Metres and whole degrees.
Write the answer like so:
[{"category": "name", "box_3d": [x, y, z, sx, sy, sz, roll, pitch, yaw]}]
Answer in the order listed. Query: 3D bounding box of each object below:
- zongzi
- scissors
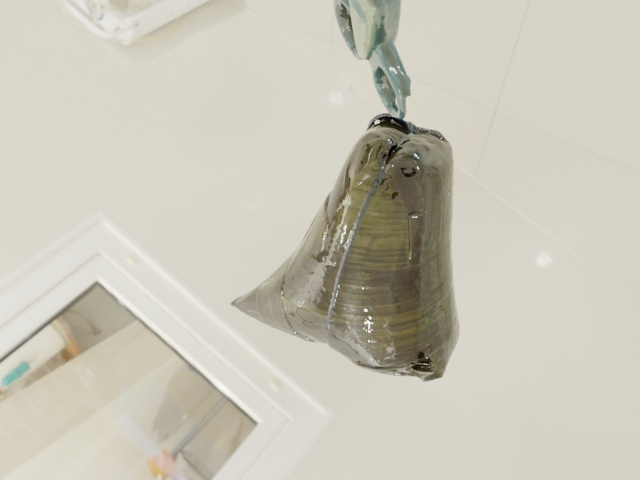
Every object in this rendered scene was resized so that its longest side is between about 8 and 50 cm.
[{"category": "zongzi", "box_3d": [0.000, 0.000, 0.938, 0.431, 0.208, 0.404, 10, 124, 28]}, {"category": "scissors", "box_3d": [0.043, -0.194, 0.486, 0.289, 0.041, 0.138, 67, 177, -81]}]
